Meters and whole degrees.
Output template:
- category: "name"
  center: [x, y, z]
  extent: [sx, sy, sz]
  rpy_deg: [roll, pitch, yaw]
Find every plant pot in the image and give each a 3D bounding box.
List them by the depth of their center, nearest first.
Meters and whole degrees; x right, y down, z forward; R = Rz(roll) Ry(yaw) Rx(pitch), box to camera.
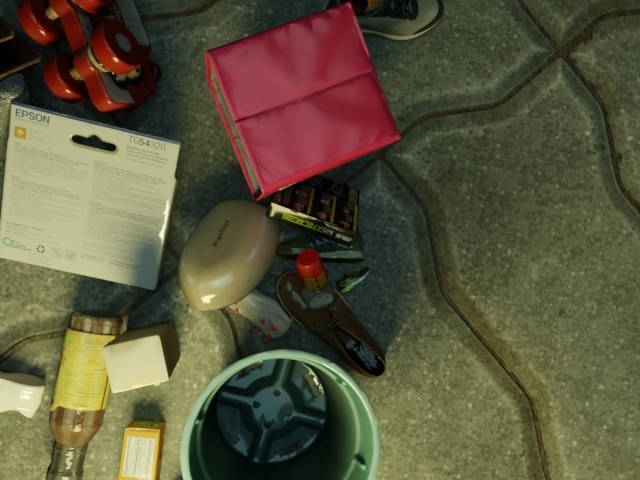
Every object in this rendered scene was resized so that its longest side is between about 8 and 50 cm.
- category: "plant pot"
  center: [-0.083, 0.360, 1.302]
  extent: [0.341, 0.334, 0.341]
  rpy_deg: [0, 88, -7]

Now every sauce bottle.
- category: "sauce bottle"
  center: [-0.487, 0.317, 1.362]
  extent: [0.111, 0.111, 0.344]
  rpy_deg: [12, 85, -7]

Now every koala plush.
- category: "koala plush"
  center: [-0.685, -0.291, 1.341]
  extent: [0.196, 0.203, 0.221]
  rpy_deg: [-21, 70, -16]

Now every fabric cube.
- category: "fabric cube"
  center: [-0.043, -0.241, 1.224]
  extent: [0.258, 0.254, 0.259]
  rpy_deg: [-22, 95, -9]

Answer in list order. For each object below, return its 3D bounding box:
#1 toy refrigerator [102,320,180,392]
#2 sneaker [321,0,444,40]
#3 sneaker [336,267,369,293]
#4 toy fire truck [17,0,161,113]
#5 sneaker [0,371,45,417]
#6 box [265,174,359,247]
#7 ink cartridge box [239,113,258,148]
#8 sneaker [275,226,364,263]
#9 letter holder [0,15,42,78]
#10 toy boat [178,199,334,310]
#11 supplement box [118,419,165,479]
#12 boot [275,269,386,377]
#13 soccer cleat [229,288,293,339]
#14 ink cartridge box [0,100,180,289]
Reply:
- category: "toy refrigerator"
  center: [-0.339, 0.223, 1.304]
  extent: [0.102, 0.269, 0.094]
  rpy_deg: [-12, 90, -8]
- category: "sneaker"
  center: [0.142, -0.501, 1.470]
  extent: [0.271, 0.108, 0.100]
  rpy_deg: [-5, 87, -9]
- category: "sneaker"
  center: [0.072, 0.082, 1.481]
  extent: [0.083, 0.031, 0.035]
  rpy_deg: [-37, 86, -11]
- category: "toy fire truck"
  center: [-0.420, -0.400, 1.331]
  extent: [0.169, 0.254, 0.302]
  rpy_deg: [-23, 90, 26]
- category: "sneaker"
  center: [-0.676, 0.306, 1.361]
  extent: [0.212, 0.080, 0.094]
  rpy_deg: [18, 98, -8]
- category: "box"
  center: [-0.011, -0.078, 1.403]
  extent: [0.184, 0.191, 0.045]
  rpy_deg: [21, 121, -8]
- category: "ink cartridge box"
  center: [-0.086, -0.247, 1.415]
  extent: [0.190, 0.139, 0.082]
  rpy_deg: [-19, 93, -7]
- category: "sneaker"
  center: [0.000, 0.000, 1.464]
  extent: [0.192, 0.064, 0.086]
  rpy_deg: [3, 75, -4]
- category: "letter holder"
  center: [-0.695, -0.430, 1.251]
  extent: [0.302, 0.152, 0.214]
  rpy_deg: [36, 51, 22]
- category: "toy boat"
  center: [-0.127, 0.054, 1.354]
  extent: [0.318, 0.148, 0.267]
  rpy_deg: [13, 55, 21]
- category: "supplement box"
  center: [-0.375, 0.496, 1.389]
  extent: [0.080, 0.078, 0.233]
  rpy_deg: [9, 87, -4]
- category: "boot"
  center: [0.029, 0.176, 1.433]
  extent: [0.305, 0.115, 0.112]
  rpy_deg: [43, 86, -3]
- category: "soccer cleat"
  center: [-0.145, 0.133, 1.442]
  extent: [0.196, 0.076, 0.068]
  rpy_deg: [41, 125, 9]
- category: "ink cartridge box"
  center: [-0.458, -0.086, 1.340]
  extent: [0.324, 0.071, 0.330]
  rpy_deg: [14, 110, -6]
